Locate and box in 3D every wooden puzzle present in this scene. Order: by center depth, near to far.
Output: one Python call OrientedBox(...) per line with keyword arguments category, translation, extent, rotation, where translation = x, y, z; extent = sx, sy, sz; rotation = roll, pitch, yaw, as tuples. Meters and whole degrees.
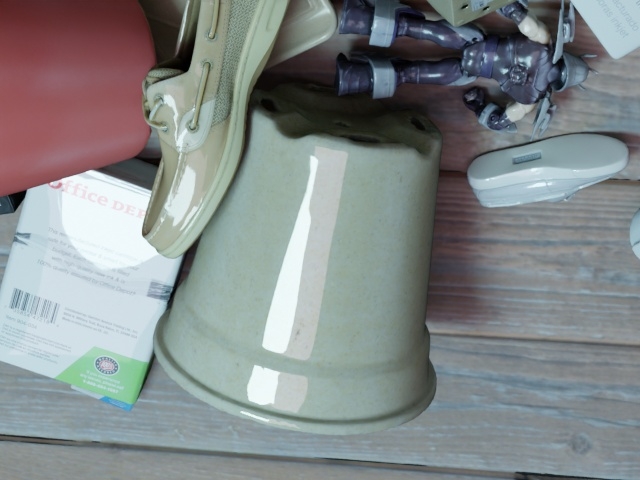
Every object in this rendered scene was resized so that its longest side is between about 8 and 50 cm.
OrientedBox(category="wooden puzzle", translation=(-0.122, -0.292, 1.429), extent=(0.221, 0.044, 0.239), rotation=(-21, 111, 30))

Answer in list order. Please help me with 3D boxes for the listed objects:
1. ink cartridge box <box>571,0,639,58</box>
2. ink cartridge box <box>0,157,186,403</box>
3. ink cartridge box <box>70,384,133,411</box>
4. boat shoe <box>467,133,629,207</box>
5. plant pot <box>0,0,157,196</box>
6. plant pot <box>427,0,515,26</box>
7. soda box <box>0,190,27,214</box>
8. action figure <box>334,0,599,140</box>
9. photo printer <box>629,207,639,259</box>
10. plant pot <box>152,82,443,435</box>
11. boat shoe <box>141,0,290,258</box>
OrientedBox(category="ink cartridge box", translation=(0.361, -0.398, 1.207), extent=(0.384, 0.160, 0.279), rotation=(-31, 113, 25))
OrientedBox(category="ink cartridge box", translation=(-0.272, 0.033, 1.588), extent=(0.198, 0.115, 0.273), rotation=(19, 109, -2))
OrientedBox(category="ink cartridge box", translation=(-0.269, 0.154, 1.729), extent=(0.088, 0.052, 0.122), rotation=(23, 123, -4))
OrientedBox(category="boat shoe", translation=(0.262, -0.072, 1.488), extent=(0.184, 0.066, 0.063), rotation=(-12, 132, 15))
OrientedBox(category="plant pot", translation=(-0.322, -0.172, 1.394), extent=(0.243, 0.275, 0.275), rotation=(-8, 129, -31))
OrientedBox(category="plant pot", translation=(0.148, -0.283, 1.315), extent=(0.109, 0.109, 0.096), rotation=(-24, 71, 0))
OrientedBox(category="soda box", translation=(-0.418, -0.114, 1.593), extent=(0.060, 0.053, 0.169), rotation=(-8, 120, 15))
OrientedBox(category="action figure", translation=(0.161, -0.204, 1.409), extent=(0.284, 0.099, 0.185), rotation=(8, 115, 2))
OrientedBox(category="photo printer", translation=(0.519, 0.001, 1.383), extent=(0.256, 0.107, 0.307), rotation=(40, 147, -9))
OrientedBox(category="plant pot", translation=(0.000, 0.000, 1.454), extent=(0.333, 0.334, 0.306), rotation=(13, 111, 3))
OrientedBox(category="boat shoe", translation=(-0.134, -0.150, 1.355), extent=(0.110, 0.121, 0.341), rotation=(16, 99, -24))
